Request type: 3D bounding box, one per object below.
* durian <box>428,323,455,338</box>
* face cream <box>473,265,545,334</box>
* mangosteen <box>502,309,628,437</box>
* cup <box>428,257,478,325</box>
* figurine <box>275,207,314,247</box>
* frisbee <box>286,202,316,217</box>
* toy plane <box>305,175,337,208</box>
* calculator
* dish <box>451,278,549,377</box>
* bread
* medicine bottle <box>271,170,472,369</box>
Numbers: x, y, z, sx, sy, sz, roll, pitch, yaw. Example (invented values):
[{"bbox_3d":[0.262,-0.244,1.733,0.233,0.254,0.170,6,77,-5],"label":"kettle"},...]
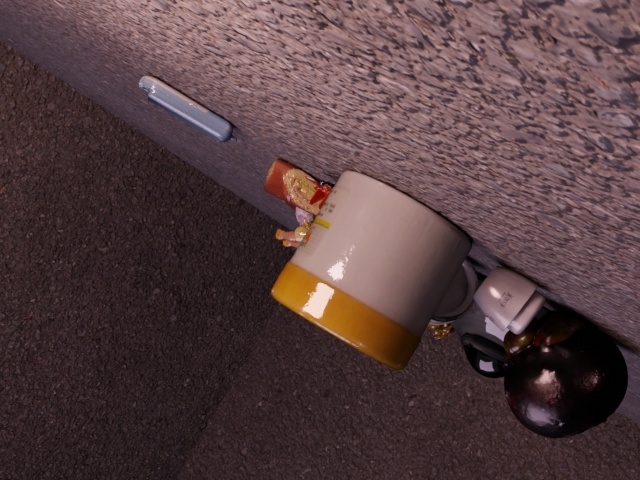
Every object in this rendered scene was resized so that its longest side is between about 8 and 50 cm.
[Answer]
[{"bbox_3d":[0.284,0.126,2.046,0.187,0.153,0.260,56,-179,25],"label":"durian"},{"bbox_3d":[0.296,0.093,1.424,0.095,0.091,0.091,37,179,12],"label":"face cream"},{"bbox_3d":[0.399,0.209,1.546,0.250,0.211,0.211,61,-175,13],"label":"mangosteen"},{"bbox_3d":[0.179,0.084,1.704,0.196,0.196,0.279,31,168,-11],"label":"cup"},{"bbox_3d":[0.001,0.001,2.204,0.240,0.116,0.174,21,170,40],"label":"figurine"},{"bbox_3d":[0.013,-0.056,2.305,0.250,0.021,0.251,27,172,4],"label":"frisbee"},{"bbox_3d":[0.057,-0.057,1.592,0.189,0.061,0.130,27,179,-37],"label":"toy plane"},{"bbox_3d":[-0.247,-0.241,1.697,0.210,0.039,0.121,30,179,-10],"label":"calculator"},{"bbox_3d":[0.347,0.206,1.771,0.273,0.134,0.273,30,162,11],"label":"dish"},{"bbox_3d":[-0.055,-0.106,1.785,0.192,0.067,0.119,28,176,39],"label":"bread"},{"bbox_3d":[0.079,0.045,1.399,0.237,0.232,0.238,30,176,2],"label":"medicine bottle"}]
